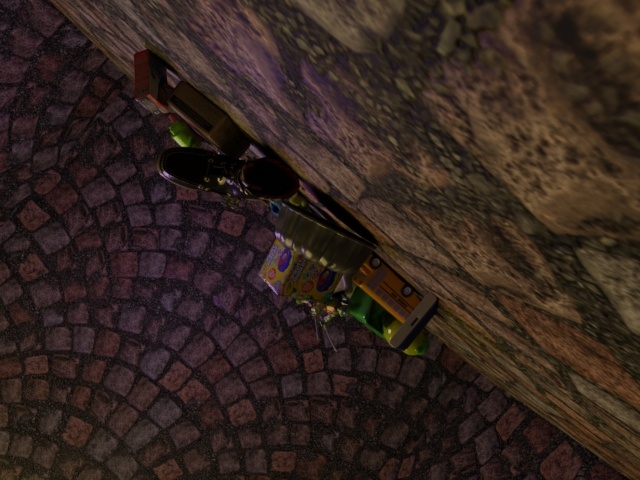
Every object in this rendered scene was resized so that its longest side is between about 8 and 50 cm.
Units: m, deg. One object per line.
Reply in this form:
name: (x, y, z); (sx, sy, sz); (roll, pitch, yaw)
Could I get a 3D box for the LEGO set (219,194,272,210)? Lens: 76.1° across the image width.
LEGO set: (-0.334, -0.214, 1.825); (0.255, 0.192, 0.331); (29, -165, -37)

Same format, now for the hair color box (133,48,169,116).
hair color box: (-0.501, -0.467, 1.214); (0.093, 0.054, 0.167); (46, -147, -68)

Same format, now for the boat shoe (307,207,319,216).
boat shoe: (-0.067, -0.108, 1.787); (0.228, 0.081, 0.069); (38, 174, -16)

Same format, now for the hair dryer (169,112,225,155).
hair dryer: (-0.517, -0.438, 1.756); (0.294, 0.080, 0.223); (35, -165, -28)

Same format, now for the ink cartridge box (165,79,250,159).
ink cartridge box: (-0.348, -0.367, 1.296); (0.193, 0.088, 0.234); (39, 178, 12)

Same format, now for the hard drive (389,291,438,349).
hard drive: (0.333, 0.294, 1.432); (0.040, 0.210, 0.318); (39, 177, 22)

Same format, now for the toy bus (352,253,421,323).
toy bus: (0.242, 0.172, 1.567); (0.333, 0.130, 0.108); (41, 178, -18)

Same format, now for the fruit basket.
fruit basket: (0.342, 0.345, 1.814); (0.392, 0.282, 0.392); (23, 160, 9)

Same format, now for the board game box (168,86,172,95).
board game box: (-0.548, -0.535, 1.677); (0.281, 0.027, 0.145); (46, -179, 23)

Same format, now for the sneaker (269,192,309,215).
sneaker: (-0.131, -0.144, 1.578); (0.091, 0.126, 0.240); (39, 177, 28)

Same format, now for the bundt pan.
bundt pan: (0.000, 0.000, 1.265); (0.331, 0.124, 0.331); (27, -174, -3)

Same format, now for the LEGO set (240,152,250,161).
LEGO set: (-0.358, -0.394, 1.745); (0.244, 0.060, 0.182); (47, -176, 3)

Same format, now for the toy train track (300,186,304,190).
toy train track: (-0.092, -0.195, 1.387); (0.083, 0.014, 0.048); (40, 178, 8)

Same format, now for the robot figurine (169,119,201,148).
robot figurine: (-0.434, -0.333, 1.323); (0.115, 0.067, 0.101); (49, -177, -42)

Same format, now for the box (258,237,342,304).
box: (-0.050, 0.079, 1.671); (0.279, 0.289, 0.177); (18, -167, -42)

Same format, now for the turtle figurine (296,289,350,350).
turtle figurine: (-0.021, 0.323, 1.825); (0.266, 0.274, 0.198); (25, -171, 32)

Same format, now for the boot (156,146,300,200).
boot: (-0.271, -0.199, 1.234); (0.378, 0.138, 0.284); (16, 177, -34)

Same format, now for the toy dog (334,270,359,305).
toy dog: (0.106, 0.195, 2.059); (0.408, 0.284, 0.395); (47, -161, 1)
